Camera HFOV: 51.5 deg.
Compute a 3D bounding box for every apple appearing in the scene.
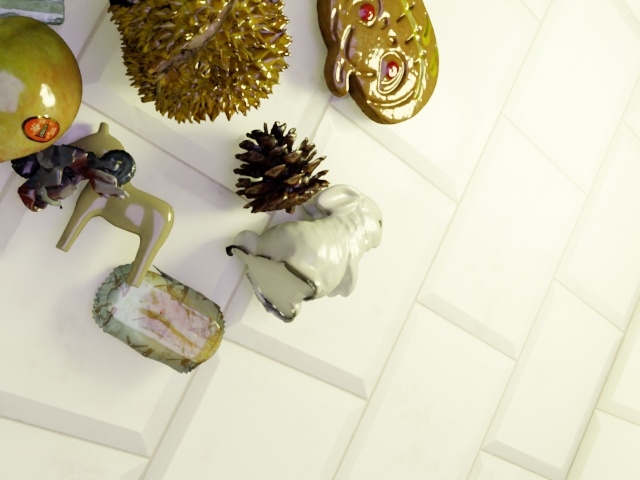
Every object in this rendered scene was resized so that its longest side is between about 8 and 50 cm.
[{"bbox_3d":[-0.496,-0.228,1.005,0.261,0.261,0.194,-27,123,-28],"label":"apple"}]

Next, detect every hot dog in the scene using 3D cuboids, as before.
[{"bbox_3d":[-0.312,0.154,1.305,0.270,0.082,0.162,35,70,-26],"label":"hot dog"}]

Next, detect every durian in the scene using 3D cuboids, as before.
[{"bbox_3d":[-0.203,-0.370,1.121,0.347,0.348,0.384,48,38,-31],"label":"durian"}]

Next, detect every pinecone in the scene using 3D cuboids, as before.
[{"bbox_3d":[-0.086,-0.146,1.341,0.208,0.208,0.207,-7,103,-34],"label":"pinecone"}]

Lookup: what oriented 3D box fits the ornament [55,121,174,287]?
[{"bbox_3d":[-0.377,-0.070,1.206,0.230,0.061,0.244,28,79,-15],"label":"ornament"}]

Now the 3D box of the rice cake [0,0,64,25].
[{"bbox_3d":[-0.526,-0.412,1.074,0.211,0.038,0.124,-3,100,-34],"label":"rice cake"}]

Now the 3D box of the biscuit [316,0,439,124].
[{"bbox_3d":[0.134,-0.446,1.481,0.350,0.070,0.394,-52,124,-24],"label":"biscuit"}]

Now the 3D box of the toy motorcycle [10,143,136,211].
[{"bbox_3d":[-0.424,-0.105,1.126,0.213,0.082,0.122,4,81,2],"label":"toy motorcycle"}]

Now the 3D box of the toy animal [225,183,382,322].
[{"bbox_3d":[0.000,0.000,1.448,0.258,0.194,0.357,49,52,-6],"label":"toy animal"}]
